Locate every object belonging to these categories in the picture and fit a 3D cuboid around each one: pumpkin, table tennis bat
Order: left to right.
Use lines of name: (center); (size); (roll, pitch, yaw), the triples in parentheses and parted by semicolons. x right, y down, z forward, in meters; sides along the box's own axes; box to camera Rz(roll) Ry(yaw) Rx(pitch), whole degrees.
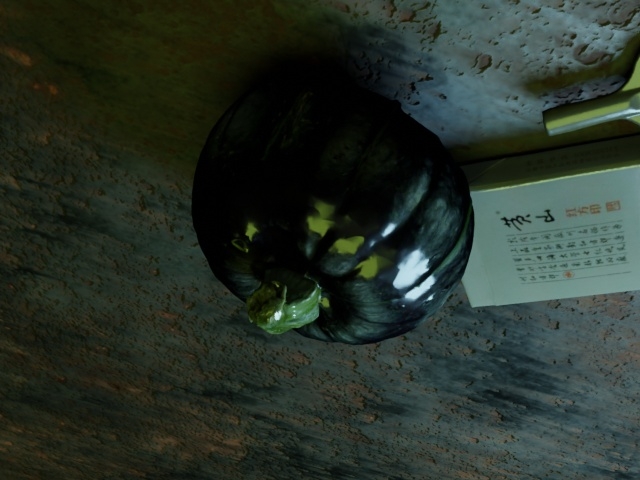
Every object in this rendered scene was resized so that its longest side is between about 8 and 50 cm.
pumpkin: (0.000, 0.000, 0.823); (0.296, 0.295, 0.295); (7, 139, 6)
table tennis bat: (0.329, -0.140, 0.769); (0.235, 0.022, 0.131); (-12, 117, 22)

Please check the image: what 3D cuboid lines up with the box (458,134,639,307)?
box: (0.323, -0.021, 0.902); (0.365, 0.051, 0.204); (-9, 135, 20)
